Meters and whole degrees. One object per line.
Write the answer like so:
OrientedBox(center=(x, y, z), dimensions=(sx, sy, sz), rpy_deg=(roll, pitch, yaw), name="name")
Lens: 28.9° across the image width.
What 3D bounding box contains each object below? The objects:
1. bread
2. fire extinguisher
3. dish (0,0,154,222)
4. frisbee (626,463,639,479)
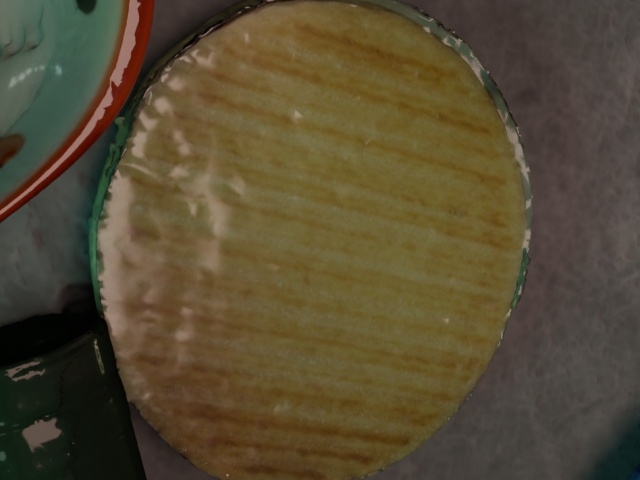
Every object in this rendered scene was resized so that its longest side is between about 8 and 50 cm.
OrientedBox(center=(0.000, 0.000, 0.653), dimensions=(0.267, 0.040, 0.267), rpy_deg=(-4, 98, -28), name="bread")
OrientedBox(center=(-0.107, 0.190, 0.594), dimensions=(0.114, 0.095, 0.311), rpy_deg=(-36, 118, -64), name="fire extinguisher")
OrientedBox(center=(-0.203, -0.108, 0.486), dimensions=(0.256, 0.117, 0.256), rpy_deg=(-5, 101, -28), name="dish")
OrientedBox(center=(0.265, 0.206, 0.817), dimensions=(0.242, 0.045, 0.242), rpy_deg=(-7, 107, -24), name="frisbee")
